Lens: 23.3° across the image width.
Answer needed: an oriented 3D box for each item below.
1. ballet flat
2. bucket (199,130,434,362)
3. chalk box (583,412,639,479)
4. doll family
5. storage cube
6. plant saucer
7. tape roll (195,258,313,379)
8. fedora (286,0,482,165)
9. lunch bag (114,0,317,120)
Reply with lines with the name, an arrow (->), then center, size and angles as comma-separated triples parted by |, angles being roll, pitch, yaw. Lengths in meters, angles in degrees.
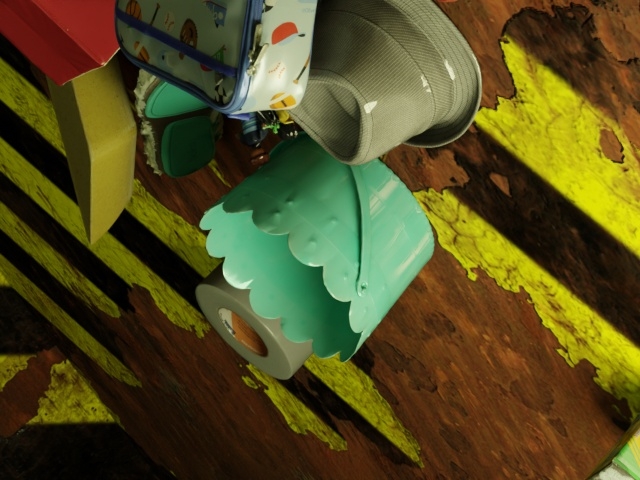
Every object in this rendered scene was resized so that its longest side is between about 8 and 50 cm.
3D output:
ballet flat -> -0.196, -0.211, 2.080 | 0.147, 0.147, 0.409 | 42, 158, 6
bucket -> 0.000, 0.000, 2.026 | 0.281, 0.183, 0.281 | 36, 157, 19
chalk box -> 0.445, 0.301, 1.847 | 0.213, 0.132, 0.132 | 40, 157, 8
doll family -> -0.058, -0.163, 1.929 | 0.193, 0.076, 0.111 | 148, 103, -70
storage cube -> -0.312, -0.336, 1.950 | 0.193, 0.215, 0.184 | 45, 159, -17
plant saucer -> -0.333, -0.204, 2.242 | 0.333, 0.081, 0.332 | 111, 145, -67
tape roll -> -0.106, 0.131, 2.599 | 0.219, 0.072, 0.219 | 38, 158, 19
fedora -> 0.041, -0.173, 1.719 | 0.243, 0.124, 0.275 | 48, 158, -10
lunch bag -> -0.116, -0.267, 1.695 | 0.303, 0.115, 0.243 | 34, 120, 48
